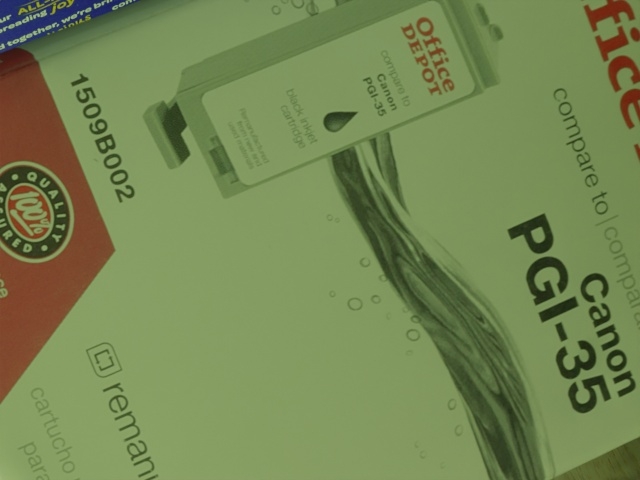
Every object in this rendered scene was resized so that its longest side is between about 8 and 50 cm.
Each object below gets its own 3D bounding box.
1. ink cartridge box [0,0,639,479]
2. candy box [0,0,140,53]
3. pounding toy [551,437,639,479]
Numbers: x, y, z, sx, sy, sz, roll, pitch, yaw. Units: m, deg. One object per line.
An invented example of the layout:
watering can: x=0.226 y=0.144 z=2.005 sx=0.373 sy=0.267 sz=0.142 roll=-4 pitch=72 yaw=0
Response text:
ink cartridge box: x=0.000 y=0.000 z=0.641 sx=0.207 sy=0.283 sz=0.117 roll=68 pitch=167 yaw=-8
candy box: x=-0.147 y=-0.182 z=1.086 sx=0.122 sy=0.268 sz=0.317 roll=61 pitch=169 yaw=16
pounding toy: x=0.123 y=0.129 z=0.721 sx=0.270 sy=0.154 sz=0.155 roll=-94 pitch=-9 yaw=-49
